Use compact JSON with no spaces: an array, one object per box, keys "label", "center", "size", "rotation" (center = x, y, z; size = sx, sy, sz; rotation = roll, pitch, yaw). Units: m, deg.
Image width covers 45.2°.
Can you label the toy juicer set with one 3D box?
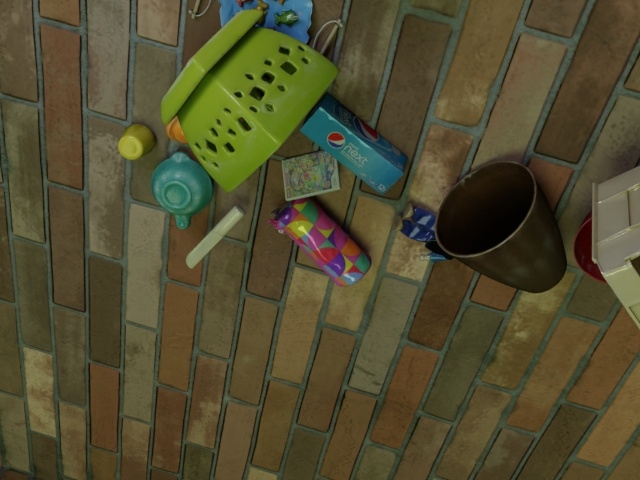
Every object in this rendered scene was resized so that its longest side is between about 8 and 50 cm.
[{"label":"toy juicer set","center":[-0.265,-0.124,1.633],"size":[0.209,0.089,0.329],"rotation":[-23,110,14]}]

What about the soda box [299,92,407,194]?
[{"label":"soda box","center":[0.067,-0.187,1.495],"size":[0.210,0.067,0.071],"rotation":[37,127,-13]}]

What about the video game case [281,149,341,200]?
[{"label":"video game case","center":[-0.019,-0.134,1.560],"size":[0.122,0.087,0.011],"rotation":[-11,167,23]}]

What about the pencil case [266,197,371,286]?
[{"label":"pencil case","center":[0.000,0.000,1.637],"size":[0.236,0.104,0.104],"rotation":[42,126,-16]}]

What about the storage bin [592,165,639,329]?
[{"label":"storage bin","center":[0.571,0.039,1.281],"size":[0.123,0.260,0.262],"rotation":[-26,116,34]}]

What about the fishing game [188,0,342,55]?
[{"label":"fishing game","center":[-0.101,-0.409,1.393],"size":[0.264,0.041,0.189],"rotation":[29,131,-7]}]

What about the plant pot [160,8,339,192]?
[{"label":"plant pot","center":[-0.139,-0.260,1.374],"size":[0.207,0.228,0.227],"rotation":[42,145,-10]}]

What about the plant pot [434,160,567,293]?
[{"label":"plant pot","center":[0.374,-0.001,1.485],"size":[0.215,0.215,0.230],"rotation":[-27,130,31]}]

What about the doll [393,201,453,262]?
[{"label":"doll","center":[0.244,-0.003,1.599],"size":[0.189,0.046,0.129],"rotation":[28,119,-14]}]

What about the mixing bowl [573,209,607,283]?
[{"label":"mixing bowl","center":[0.573,-0.015,1.465],"size":[0.181,0.098,0.182],"rotation":[7,127,9]}]
